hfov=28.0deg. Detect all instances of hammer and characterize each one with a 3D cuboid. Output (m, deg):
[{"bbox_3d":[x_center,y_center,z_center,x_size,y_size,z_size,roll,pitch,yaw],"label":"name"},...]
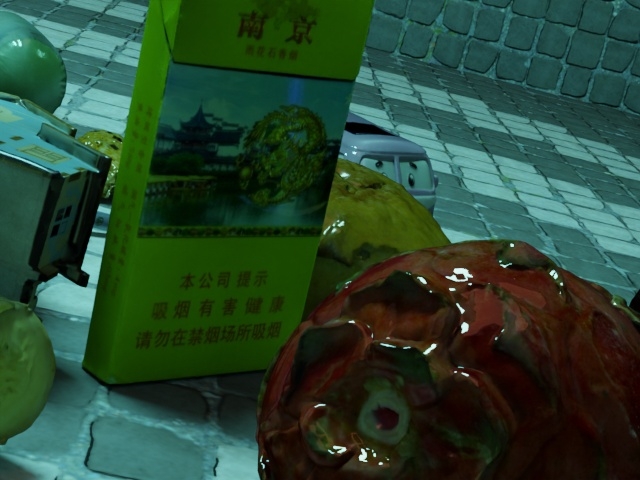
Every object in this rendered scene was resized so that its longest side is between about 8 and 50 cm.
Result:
[{"bbox_3d":[-0.496,-0.222,1.600,0.335,0.119,0.206,-2,20,-28],"label":"hammer"}]

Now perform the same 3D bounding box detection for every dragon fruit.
[{"bbox_3d":[0.084,0.113,0.734,0.252,0.241,0.241,-22,36,-38],"label":"dragon fruit"}]

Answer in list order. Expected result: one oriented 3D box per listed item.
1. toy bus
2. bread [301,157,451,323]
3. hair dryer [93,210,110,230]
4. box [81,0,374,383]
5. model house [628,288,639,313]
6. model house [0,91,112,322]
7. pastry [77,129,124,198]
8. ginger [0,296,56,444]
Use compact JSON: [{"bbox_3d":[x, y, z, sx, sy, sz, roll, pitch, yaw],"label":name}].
[{"bbox_3d":[0.024,-0.063,1.432,0.142,0.142,0.202,1,21,-41],"label":"toy bus"},{"bbox_3d":[0.000,0.000,1.210,0.268,0.146,0.268,17,18,-6],"label":"bread"},{"bbox_3d":[-0.218,-0.021,1.286,0.114,0.037,0.063,15,13,-26],"label":"hair dryer"},{"bbox_3d":[-0.068,-0.057,0.982,0.187,0.335,0.047,0,19,-42],"label":"box"},{"bbox_3d":[0.314,0.073,0.980,0.317,0.283,0.297,11,17,-15],"label":"model house"},{"bbox_3d":[-0.290,-0.035,0.999,0.270,0.178,0.206,17,13,4],"label":"model house"},{"bbox_3d":[-0.249,-0.088,1.436,0.080,0.056,0.140,24,12,-10],"label":"pastry"},{"bbox_3d":[-0.314,0.054,0.794,0.270,0.123,0.218,13,10,31],"label":"ginger"}]
